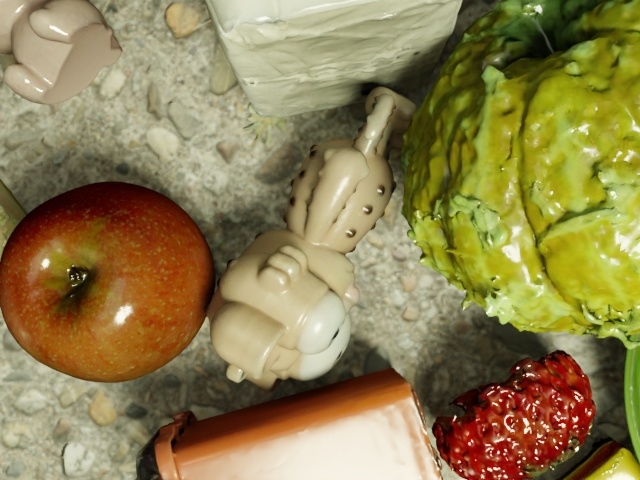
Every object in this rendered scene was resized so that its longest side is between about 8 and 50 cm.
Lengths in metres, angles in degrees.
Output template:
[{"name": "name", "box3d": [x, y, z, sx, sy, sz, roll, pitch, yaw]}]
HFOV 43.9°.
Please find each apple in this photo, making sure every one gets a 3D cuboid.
[{"name": "apple", "box3d": [-0.184, 0.033, 0.687, 0.181, 0.168, 0.181, -1, 83, 12]}]

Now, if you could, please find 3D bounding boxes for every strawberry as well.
[{"name": "strawberry", "box3d": [0.161, 0.149, 0.649, 0.145, 0.145, 0.086, -24, 75, 5]}]

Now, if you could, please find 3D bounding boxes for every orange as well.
[{"name": "orange", "box3d": [0.192, -0.076, 0.578, 0.301, 0.300, 0.223, -32, 126, 7]}]

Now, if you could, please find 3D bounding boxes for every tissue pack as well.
[{"name": "tissue pack", "box3d": [-0.014, -0.306, 0.638, 0.193, 0.266, 0.357, -9, 85, 1]}]

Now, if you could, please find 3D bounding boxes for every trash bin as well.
[{"name": "trash bin", "box3d": [-0.021, 0.199, 0.652, 0.238, 0.184, 0.161, -19, 88, -1]}]

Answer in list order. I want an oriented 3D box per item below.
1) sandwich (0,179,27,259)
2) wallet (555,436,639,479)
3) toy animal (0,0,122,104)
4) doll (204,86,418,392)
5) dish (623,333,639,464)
[{"name": "sandwich", "box3d": [-0.354, -0.037, 0.767, 0.162, 0.058, 0.193, 13, 86, 6]}, {"name": "wallet", "box3d": [0.202, 0.293, 0.680, 0.241, 0.067, 0.141, -40, 88, 7]}, {"name": "toy animal", "box3d": [-0.293, -0.226, 0.745, 0.212, 0.124, 0.124, 44, 92, 14]}, {"name": "doll", "box3d": [0.001, 0.000, 0.672, 0.119, 0.154, 0.278, 29, 89, 12]}, {"name": "dish", "box3d": [0.407, 0.117, 0.637, 0.324, 0.124, 0.324, -1, 86, 14]}]
